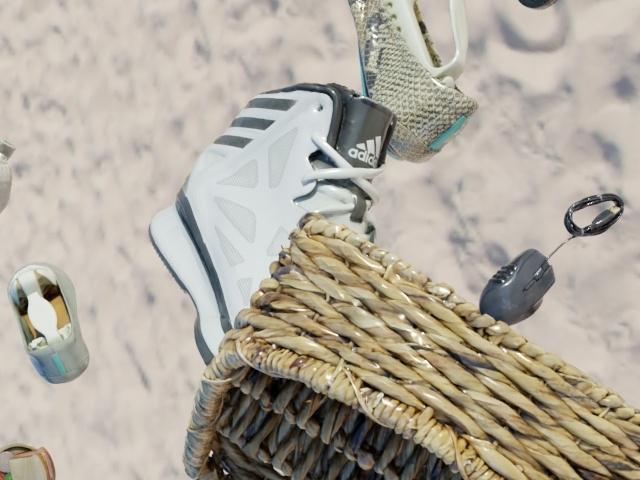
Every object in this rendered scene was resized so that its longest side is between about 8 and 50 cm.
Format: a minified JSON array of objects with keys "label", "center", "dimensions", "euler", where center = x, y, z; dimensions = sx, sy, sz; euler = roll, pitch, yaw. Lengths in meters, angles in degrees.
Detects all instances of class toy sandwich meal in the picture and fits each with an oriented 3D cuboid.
[{"label":"toy sandwich meal","center":[-0.349,0.274,1.444],"dimensions":[0.029,0.086,0.085],"euler":[-44,-33,-82]}]

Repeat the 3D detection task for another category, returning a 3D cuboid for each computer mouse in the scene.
[{"label":"computer mouse","center":[0.292,0.021,1.543],"dimensions":[0.242,0.071,0.041],"euler":[-42,9,-13]}]

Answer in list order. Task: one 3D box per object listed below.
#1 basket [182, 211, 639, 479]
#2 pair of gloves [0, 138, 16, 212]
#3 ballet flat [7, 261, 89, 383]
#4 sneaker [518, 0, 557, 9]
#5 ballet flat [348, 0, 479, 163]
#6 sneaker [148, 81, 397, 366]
[{"label":"basket","center":[0.061,0.150,0.852],"dimensions":[0.223,0.299,0.213],"euler":[-57,-9,-4]},{"label":"pair of gloves","center":[-0.511,-0.070,1.556],"dimensions":[0.204,0.240,0.042],"euler":[-63,29,8]},{"label":"ballet flat","center":[-0.298,0.068,1.337],"dimensions":[0.213,0.072,0.068],"euler":[54,168,48]},{"label":"sneaker","center":[0.216,-0.261,0.996],"dimensions":[0.051,0.089,0.170],"euler":[28,106,29]},{"label":"ballet flat","center":[0.107,-0.331,1.701],"dimensions":[0.182,0.164,0.482],"euler":[-34,57,27]},{"label":"sneaker","center":[-0.001,0.000,1.153],"dimensions":[0.257,0.169,0.447],"euler":[-58,42,17]}]
